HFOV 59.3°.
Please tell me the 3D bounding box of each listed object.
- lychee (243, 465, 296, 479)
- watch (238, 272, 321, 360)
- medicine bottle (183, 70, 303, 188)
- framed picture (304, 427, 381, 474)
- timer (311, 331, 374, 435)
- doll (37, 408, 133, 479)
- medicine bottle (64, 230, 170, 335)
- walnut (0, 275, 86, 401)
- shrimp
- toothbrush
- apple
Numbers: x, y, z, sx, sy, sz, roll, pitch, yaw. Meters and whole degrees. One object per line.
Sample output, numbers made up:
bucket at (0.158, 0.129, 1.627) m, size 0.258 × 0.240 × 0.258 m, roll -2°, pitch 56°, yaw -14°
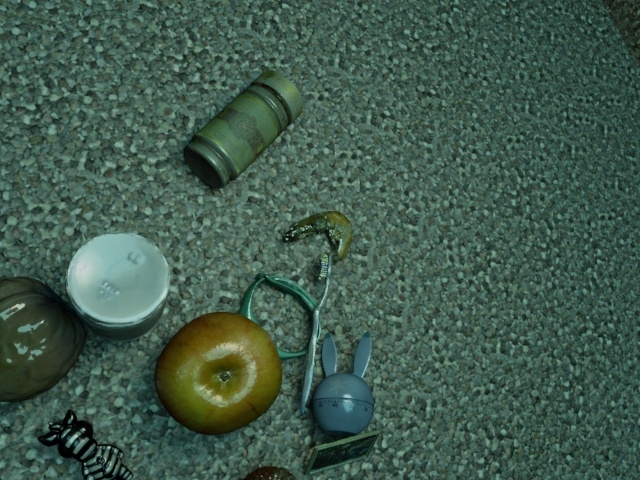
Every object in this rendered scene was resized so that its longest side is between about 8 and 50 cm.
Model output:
lychee at (-0.118, 0.608, 1.303) m, size 0.165 × 0.197 × 0.165 m, roll -5°, pitch 75°, yaw 19°
watch at (-0.106, 0.195, 1.445) m, size 0.195 × 0.068 × 0.237 m, roll -40°, pitch 95°, yaw -26°
medicine bottle at (-0.200, -0.291, 1.475) m, size 0.151 × 0.151 × 0.322 m, roll 43°, pitch 66°, yaw -7°
framed picture at (0.057, 0.529, 1.401) m, size 0.183 × 0.142 × 0.011 m, roll -6°, pitch 45°, yaw -23°
timer at (0.065, 0.380, 1.445) m, size 0.175 × 0.175 × 0.255 m, roll 31°, pitch 39°, yaw -12°
doll at (-0.505, 0.462, 1.226) m, size 0.219 × 0.067 × 0.091 m, roll 48°, pitch 62°, yaw -12°
medicine bottle at (-0.424, 0.113, 1.199) m, size 0.190 × 0.332 × 0.189 m, roll 5°, pitch 73°, yaw -16°
walnut at (-0.619, 0.201, 1.152) m, size 0.248 × 0.248 × 0.248 m, roll 5°, pitch 76°, yaw -21°
shrimp at (0.000, 0.000, 1.546) m, size 0.217 × 0.051 × 0.150 m, roll -16°, pitch 91°, yaw -28°
toothbrush at (-0.013, 0.232, 1.433) m, size 0.042 × 0.035 × 0.413 m, roll 10°, pitch 74°, yaw -4°
apple at (-0.225, 0.300, 1.269) m, size 0.286 × 0.233 × 0.286 m, roll 1°, pitch 84°, yaw -9°
